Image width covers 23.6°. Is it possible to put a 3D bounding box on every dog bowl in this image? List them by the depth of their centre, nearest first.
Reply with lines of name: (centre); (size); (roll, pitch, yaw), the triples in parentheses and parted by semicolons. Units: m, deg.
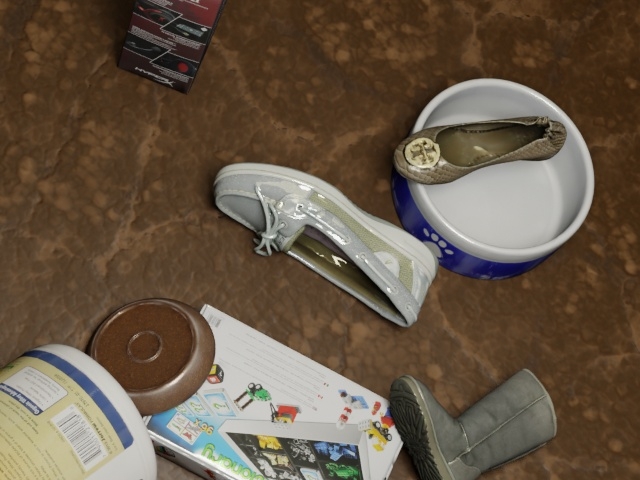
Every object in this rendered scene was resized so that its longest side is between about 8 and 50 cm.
dog bowl: (0.235, -0.083, 2.110); (0.265, 0.104, 0.264); (6, 66, -13)

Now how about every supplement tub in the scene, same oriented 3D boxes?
supplement tub: (-0.362, 0.281, 1.694); (0.316, 0.228, 0.228); (-35, 80, -37)

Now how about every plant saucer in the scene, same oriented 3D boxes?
plant saucer: (-0.214, 0.136, 1.895); (0.169, 0.029, 0.168); (-5, 55, 6)

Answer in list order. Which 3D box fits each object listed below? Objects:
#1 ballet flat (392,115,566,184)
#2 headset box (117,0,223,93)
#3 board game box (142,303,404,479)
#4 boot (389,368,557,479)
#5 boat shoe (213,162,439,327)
ballet flat: (0.215, -0.127, 2.031); (0.250, 0.058, 0.084); (-8, 69, -19)
headset box: (-0.164, -0.362, 2.010); (0.110, 0.293, 0.218); (21, 63, -6)
board game box: (-0.056, 0.234, 1.923); (0.305, 0.053, 0.193); (29, 63, -2)
boot: (0.200, 0.217, 1.957); (0.208, 0.076, 0.189); (-28, 107, -27)
boat shoe: (0.000, 0.002, 2.005); (0.320, 0.118, 0.103); (29, 59, -10)
